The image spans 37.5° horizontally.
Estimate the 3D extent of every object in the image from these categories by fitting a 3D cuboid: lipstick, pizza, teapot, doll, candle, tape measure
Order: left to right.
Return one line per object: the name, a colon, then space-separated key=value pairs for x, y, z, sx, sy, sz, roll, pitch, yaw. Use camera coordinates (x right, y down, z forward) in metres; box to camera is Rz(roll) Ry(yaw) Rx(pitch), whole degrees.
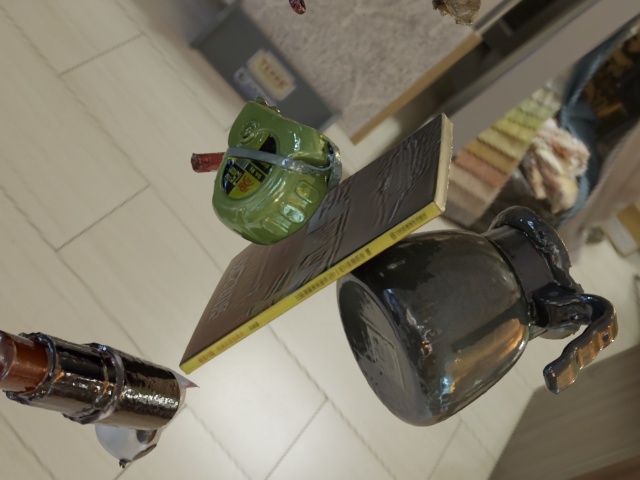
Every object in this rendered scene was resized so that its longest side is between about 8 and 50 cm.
lipstick: x=-0.229 y=0.136 z=0.906 sx=0.299 sy=0.081 sz=0.081 roll=39 pitch=32 yaw=-67
doll: x=-0.294 y=0.280 z=1.562 sx=0.110 sy=0.181 sz=0.107 roll=21 pitch=17 yaw=-37
candle: x=-0.183 y=-0.154 z=1.887 sx=0.162 sy=0.053 sz=0.048 roll=-6 pitch=97 yaw=-34
tape measure: x=-0.053 y=-0.071 z=1.059 sx=0.087 sy=0.177 sz=0.154 roll=35 pitch=87 yaw=-36
pizza: x=0.180 y=-0.357 z=1.197 sx=0.069 sy=0.147 sz=0.226 roll=25 pitch=75 yaw=-14
teapot: x=0.196 y=0.065 z=1.105 sx=0.285 sy=0.305 sz=0.223 roll=-22 pitch=85 yaw=-20

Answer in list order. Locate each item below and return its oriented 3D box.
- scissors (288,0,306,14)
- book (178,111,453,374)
scissors: x=-0.073 y=-0.510 z=1.706 sx=0.144 sy=0.017 sz=0.248 roll=49 pitch=22 yaw=-32
book: x=0.000 y=0.000 z=1.139 sx=0.028 sy=0.373 sz=0.263 roll=49 pitch=25 yaw=-17
